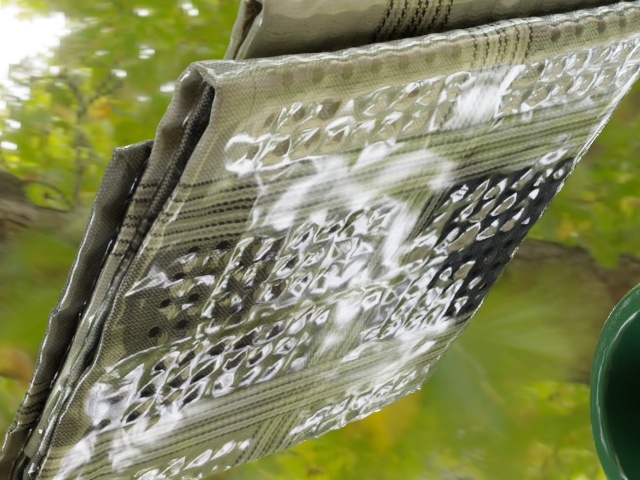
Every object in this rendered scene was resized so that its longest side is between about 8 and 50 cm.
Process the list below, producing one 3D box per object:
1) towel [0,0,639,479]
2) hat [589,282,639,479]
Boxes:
[{"bbox_3d":[0.000,0.000,0.864,0.324,0.056,0.312,-16,-34,-43],"label":"towel"},{"bbox_3d":[0.301,0.112,1.213,0.184,0.208,0.173,-1,-108,-24],"label":"hat"}]
